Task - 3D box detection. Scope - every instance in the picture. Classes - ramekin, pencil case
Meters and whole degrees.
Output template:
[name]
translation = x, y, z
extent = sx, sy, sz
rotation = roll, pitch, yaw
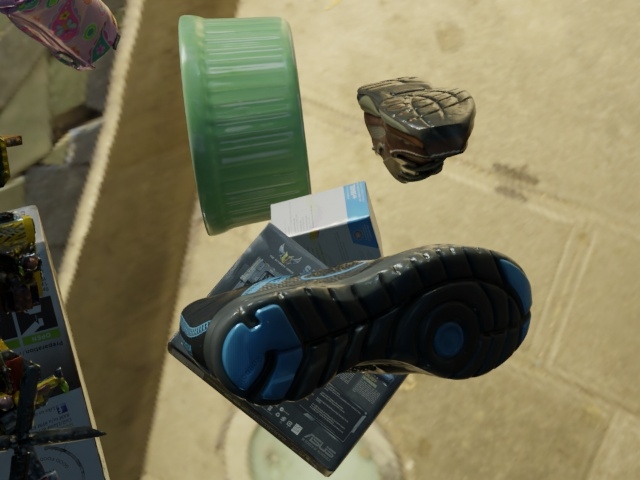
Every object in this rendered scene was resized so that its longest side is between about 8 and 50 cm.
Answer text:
[ramekin]
translation = -0.099, -0.163, 1.832
extent = 0.148, 0.303, 0.303
rotation = -7, 104, -1
[pencil case]
translation = -0.416, -0.357, 2.064
extent = 0.124, 0.284, 0.124
rotation = -3, 76, 14

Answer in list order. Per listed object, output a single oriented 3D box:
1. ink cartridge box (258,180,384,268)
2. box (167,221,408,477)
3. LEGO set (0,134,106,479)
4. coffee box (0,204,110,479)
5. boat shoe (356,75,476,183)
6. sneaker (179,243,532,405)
[ink cartridge box]
translation = 0.000, 0.000, 1.669
extent = 0.143, 0.090, 0.092
rotation = -13, 123, 6
[box]
translation = -0.025, 0.120, 1.496
extent = 0.233, 0.183, 0.059
rotation = 37, 162, 4
[LEGO set]
translation = -0.290, 0.058, 0.766
extent = 0.192, 0.331, 0.254
rotation = 35, 125, 53
[coffee box]
translation = -0.269, 0.136, 1.193
extent = 0.119, 0.168, 0.297
rotation = -14, 104, -11
[boat shoe]
translation = 0.132, -0.139, 1.773
extent = 0.123, 0.324, 0.119
rotation = -10, 105, -6
[sneaker]
translation = 0.037, 0.062, 1.212
extent = 0.140, 0.341, 0.125
rotation = 15, 106, 60
